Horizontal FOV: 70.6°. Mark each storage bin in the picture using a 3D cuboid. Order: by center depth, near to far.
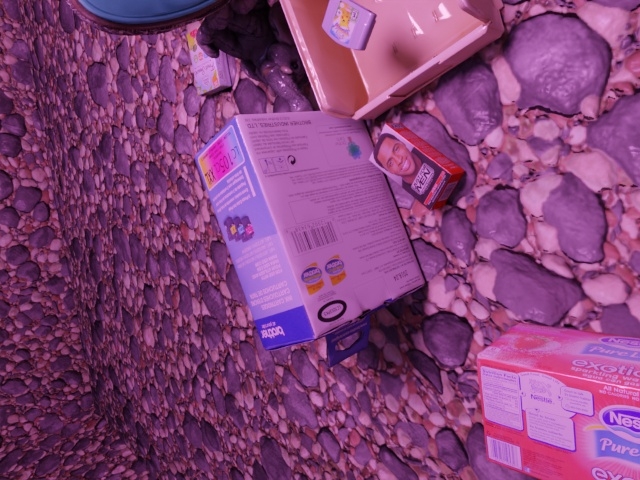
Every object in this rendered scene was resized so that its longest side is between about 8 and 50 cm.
[{"bbox_3d":[0.085,-0.347,0.649,0.262,0.123,0.261,-23,85,47],"label":"storage bin"}]

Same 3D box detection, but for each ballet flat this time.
[{"bbox_3d":[-0.158,-0.456,0.678,0.164,0.483,0.182,54,168,-28],"label":"ballet flat"}]

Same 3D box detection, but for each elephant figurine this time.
[{"bbox_3d":[-0.094,-0.348,0.830,0.186,0.239,0.169,-60,24,-3],"label":"elephant figurine"}]

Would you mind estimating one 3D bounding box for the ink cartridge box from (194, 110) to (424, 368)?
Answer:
[{"bbox_3d":[0.000,0.000,0.740,0.151,0.270,0.396,-27,82,49],"label":"ink cartridge box"}]

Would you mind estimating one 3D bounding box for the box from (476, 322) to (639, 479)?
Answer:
[{"bbox_3d":[0.357,0.203,0.526,0.299,0.142,0.154,-1,102,46],"label":"box"}]

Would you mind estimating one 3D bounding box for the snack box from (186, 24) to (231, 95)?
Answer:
[{"bbox_3d":[-0.259,-0.419,1.048,0.100,0.037,0.141,2,104,47],"label":"snack box"}]

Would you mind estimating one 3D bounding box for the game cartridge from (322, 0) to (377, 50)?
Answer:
[{"bbox_3d":[0.036,-0.296,0.616,0.083,0.017,0.056,44,134,27],"label":"game cartridge"}]

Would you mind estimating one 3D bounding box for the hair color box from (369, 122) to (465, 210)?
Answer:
[{"bbox_3d":[0.148,-0.119,0.714,0.141,0.043,0.072,45,132,28],"label":"hair color box"}]
